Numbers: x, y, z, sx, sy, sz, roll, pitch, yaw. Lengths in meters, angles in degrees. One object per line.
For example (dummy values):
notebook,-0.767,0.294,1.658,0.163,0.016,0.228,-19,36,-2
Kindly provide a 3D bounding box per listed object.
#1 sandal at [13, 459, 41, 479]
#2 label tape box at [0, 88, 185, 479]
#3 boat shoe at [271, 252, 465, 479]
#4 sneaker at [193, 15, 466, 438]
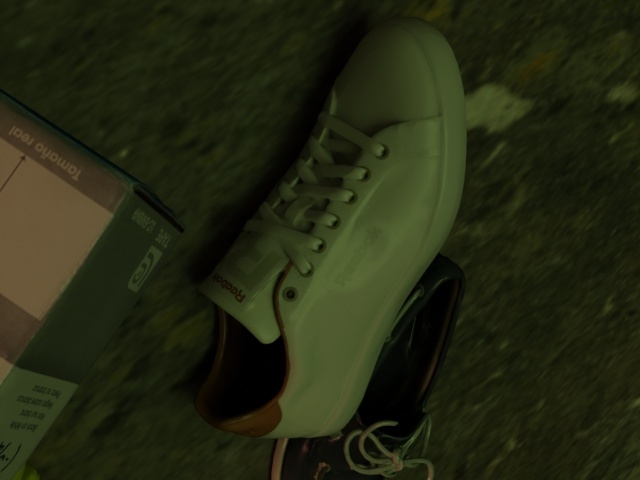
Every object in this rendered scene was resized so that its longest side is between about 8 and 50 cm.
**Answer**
sandal,-0.225,0.138,0.791,0.138,0.126,0.317,-37,131,-16
label tape box,-0.253,0.057,0.624,0.333,0.241,0.106,-56,171,-4
boat shoe,0.039,0.120,1.046,0.095,0.079,0.254,8,107,-45
sneaker,0.000,0.000,0.924,0.123,0.106,0.290,0,113,-45
